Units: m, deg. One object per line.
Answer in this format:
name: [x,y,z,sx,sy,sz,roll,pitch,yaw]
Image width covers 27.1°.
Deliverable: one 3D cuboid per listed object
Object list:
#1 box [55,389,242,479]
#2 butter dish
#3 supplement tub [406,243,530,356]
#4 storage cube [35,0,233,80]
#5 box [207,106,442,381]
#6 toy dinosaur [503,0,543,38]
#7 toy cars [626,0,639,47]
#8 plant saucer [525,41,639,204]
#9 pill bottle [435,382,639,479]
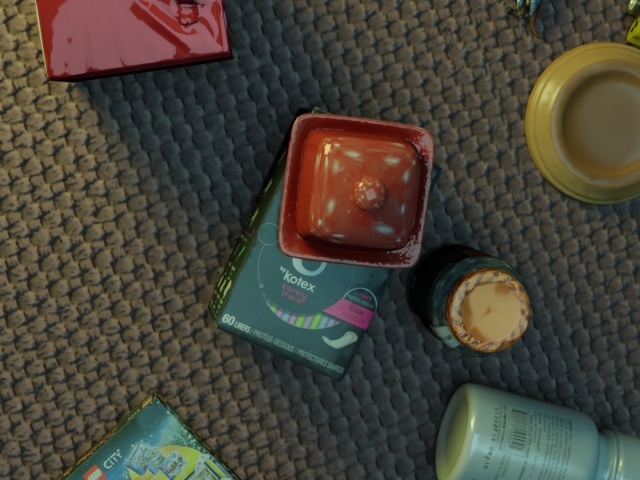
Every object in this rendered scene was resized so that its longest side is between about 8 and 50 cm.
box: [-0.227,0.314,1.572,0.233,0.044,0.159,-42,99,-2]
butter dish: [0.045,-0.050,1.393,0.160,0.118,0.159,7,92,-8]
supplement tub: [0.172,0.069,1.529,0.117,0.190,0.117,-1,96,-7]
storage cube: [-0.203,-0.274,1.439,0.193,0.215,0.183,-9,97,-1]
box: [0.000,0.000,1.523,0.165,0.143,0.270,24,91,-10]
toy dinosaur: [0.255,-0.304,1.593,0.082,0.047,0.090,-53,133,-9]
toy cars: [0.538,-0.357,1.591,0.394,0.087,0.176,-27,99,-5]
plant saucer: [0.349,-0.142,1.612,0.200,0.037,0.199,-1,95,-8]
pill bottle: [0.264,0.258,1.590,0.229,0.131,0.131,15,93,-9]
